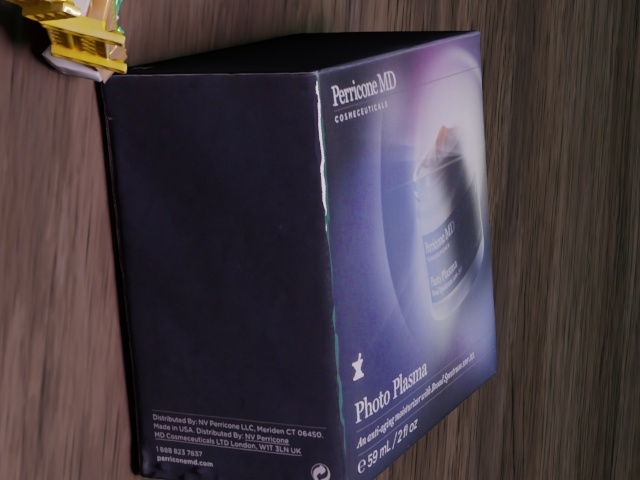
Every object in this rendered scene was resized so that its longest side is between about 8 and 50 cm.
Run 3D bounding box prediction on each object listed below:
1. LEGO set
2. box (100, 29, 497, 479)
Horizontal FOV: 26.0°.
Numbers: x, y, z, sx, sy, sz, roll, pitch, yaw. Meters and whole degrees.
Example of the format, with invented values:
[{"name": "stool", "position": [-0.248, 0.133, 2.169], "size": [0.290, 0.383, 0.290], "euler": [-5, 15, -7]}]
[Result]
[{"name": "LEGO set", "position": [-0.157, -0.171, 0.764], "size": [0.287, 0.132, 0.107], "euler": [22, 80, -60]}, {"name": "box", "position": [0.000, 0.000, 1.042], "size": [0.296, 0.182, 0.294], "euler": [-27, 115, -60]}]
